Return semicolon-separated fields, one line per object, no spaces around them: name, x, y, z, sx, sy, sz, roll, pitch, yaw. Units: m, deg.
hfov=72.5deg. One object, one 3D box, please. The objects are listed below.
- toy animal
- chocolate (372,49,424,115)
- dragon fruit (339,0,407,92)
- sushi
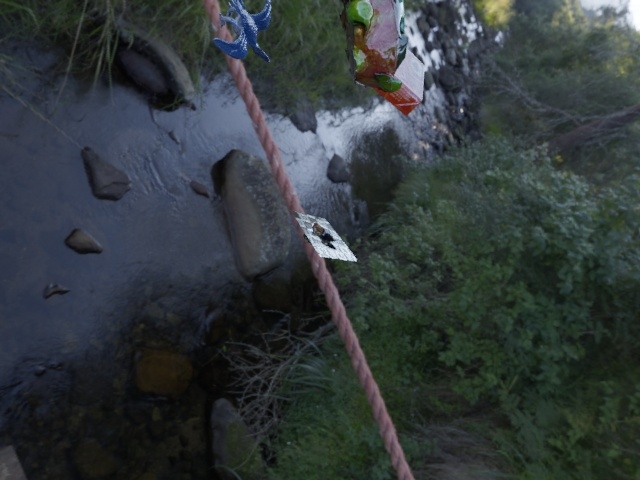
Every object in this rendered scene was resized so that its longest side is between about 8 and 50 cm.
toy animal;-0.222;-0.661;1.355;0.176;0.239;0.255;33;-4;-3
chocolate;0.322;-0.679;1.797;0.235;0.108;0.237;28;61;-32
dragon fruit;0.114;-0.469;0.988;0.295;0.130;0.268;-83;168;-78
sushi;0.000;0.000;1.402;0.193;0.040;0.210;10;36;-48
